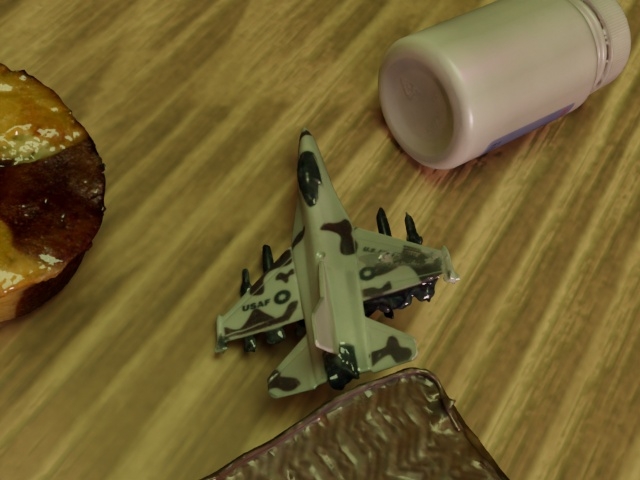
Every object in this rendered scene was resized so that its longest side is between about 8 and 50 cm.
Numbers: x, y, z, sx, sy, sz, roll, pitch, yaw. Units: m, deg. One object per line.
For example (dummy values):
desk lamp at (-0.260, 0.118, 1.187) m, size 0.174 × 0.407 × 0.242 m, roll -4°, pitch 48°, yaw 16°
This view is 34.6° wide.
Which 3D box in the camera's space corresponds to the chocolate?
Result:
chocolate at (0.010, 0.174, 0.545) m, size 0.214 × 0.093 × 0.148 m, roll -25°, pitch 65°, yaw -30°

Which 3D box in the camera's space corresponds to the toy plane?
toy plane at (0.006, 0.015, 0.665) m, size 0.160 × 0.082 × 0.234 m, roll -18°, pitch 35°, yaw 10°

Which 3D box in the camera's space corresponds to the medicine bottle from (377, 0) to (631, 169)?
medicine bottle at (0.143, -0.131, 0.785) m, size 0.187 × 0.103 × 0.103 m, roll -26°, pitch 67°, yaw -29°

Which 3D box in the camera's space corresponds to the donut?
donut at (-0.218, -0.027, 0.630) m, size 0.166 × 0.073 × 0.184 m, roll -35°, pitch 70°, yaw -31°
